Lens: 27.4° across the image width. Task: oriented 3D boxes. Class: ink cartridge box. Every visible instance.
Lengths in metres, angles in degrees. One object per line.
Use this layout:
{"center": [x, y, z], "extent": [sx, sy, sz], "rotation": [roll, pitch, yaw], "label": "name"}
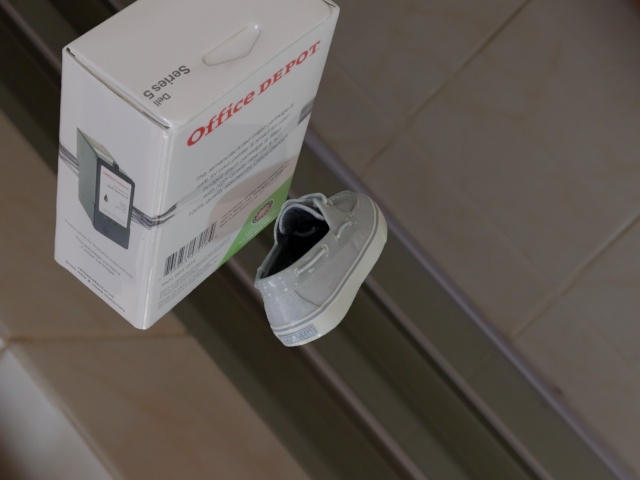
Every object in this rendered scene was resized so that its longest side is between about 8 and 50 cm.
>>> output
{"center": [-0.109, -0.084, 1.084], "extent": [0.198, 0.115, 0.273], "rotation": [-42, 162, -34], "label": "ink cartridge box"}

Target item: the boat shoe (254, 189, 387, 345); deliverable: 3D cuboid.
{"center": [-0.001, 0.001, 1.137], "extent": [0.079, 0.081, 0.227], "rotation": [-19, -158, 23], "label": "boat shoe"}
